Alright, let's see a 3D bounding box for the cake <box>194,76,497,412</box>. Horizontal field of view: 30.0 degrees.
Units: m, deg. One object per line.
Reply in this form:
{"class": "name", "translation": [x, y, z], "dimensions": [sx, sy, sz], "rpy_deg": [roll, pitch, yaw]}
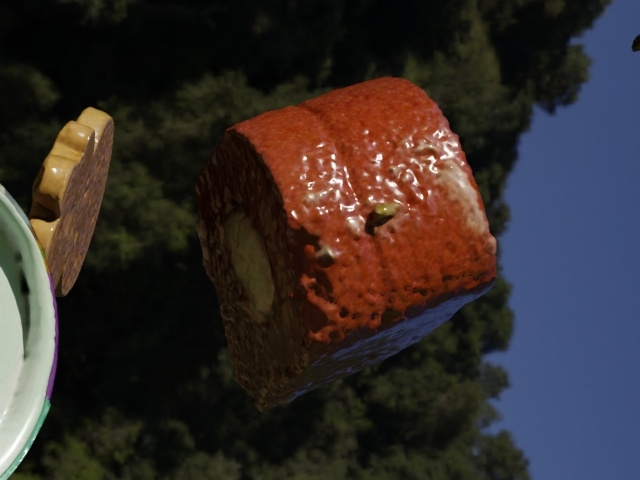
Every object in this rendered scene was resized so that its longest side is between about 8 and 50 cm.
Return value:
{"class": "cake", "translation": [0.000, 0.000, 0.815], "dimensions": [0.176, 0.151, 0.283], "rpy_deg": [65, -16, 10]}

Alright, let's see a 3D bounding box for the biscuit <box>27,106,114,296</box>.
{"class": "biscuit", "translation": [-0.258, -0.034, 1.204], "dimensions": [0.288, 0.044, 0.202], "rpy_deg": [-85, -169, -81]}

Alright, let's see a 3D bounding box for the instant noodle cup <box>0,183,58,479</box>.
{"class": "instant noodle cup", "translation": [-0.272, 0.053, 0.631], "dimensions": [0.190, 0.251, 0.251], "rpy_deg": [-5, -86, 32]}

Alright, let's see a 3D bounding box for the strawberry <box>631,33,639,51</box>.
{"class": "strawberry", "translation": [0.358, -0.170, 0.857], "dimensions": [0.286, 0.188, 0.106], "rpy_deg": [-38, -167, 30]}
